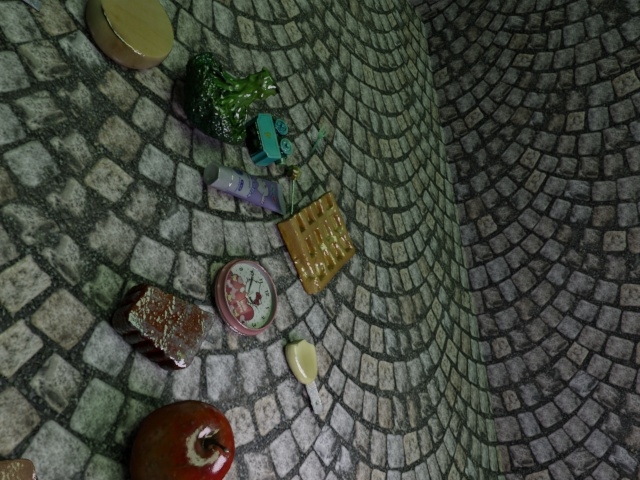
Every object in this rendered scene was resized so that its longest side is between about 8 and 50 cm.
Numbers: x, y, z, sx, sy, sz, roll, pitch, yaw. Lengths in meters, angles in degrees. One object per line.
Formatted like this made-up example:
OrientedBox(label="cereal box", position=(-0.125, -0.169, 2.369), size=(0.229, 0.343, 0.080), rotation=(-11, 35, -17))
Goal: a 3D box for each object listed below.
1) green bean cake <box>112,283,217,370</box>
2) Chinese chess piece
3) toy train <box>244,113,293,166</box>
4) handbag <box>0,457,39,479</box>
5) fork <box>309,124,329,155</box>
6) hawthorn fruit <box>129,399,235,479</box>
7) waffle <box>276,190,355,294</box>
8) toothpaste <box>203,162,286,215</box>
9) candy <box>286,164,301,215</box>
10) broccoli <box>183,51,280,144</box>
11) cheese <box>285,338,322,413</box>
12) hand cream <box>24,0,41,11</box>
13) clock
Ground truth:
OrientedBox(label="green bean cake", position=(-0.397, 0.203, 1.302), size=(0.233, 0.097, 0.198), rotation=(48, 43, -29))
OrientedBox(label="Chinese chess piece", position=(-0.548, -0.621, 1.475), size=(0.251, 0.097, 0.251), rotation=(25, 57, -45))
OrientedBox(label="toy train", position=(-0.189, -0.361, 1.832), size=(0.154, 0.107, 0.198), rotation=(-7, 81, -46))
OrientedBox(label="handbag", position=(-0.594, 0.503, 0.929), size=(0.151, 0.072, 0.193), rotation=(11, 65, -51))
OrientedBox(label="fork", position=(-0.015, -0.419, 2.157), size=(0.039, 0.021, 0.235), rotation=(50, 42, -21))
OrientedBox(label="hawthorn fruit", position=(-0.304, 0.488, 1.196), size=(0.235, 0.263, 0.231), rotation=(-103, 178, -57))
OrientedBox(label="waffle", position=(-0.001, 0.000, 1.930), size=(0.348, 0.077, 0.304), rotation=(-42, 113, -50))
OrientedBox(label="toothpaste", position=(-0.239, -0.177, 1.720), size=(0.371, 0.080, 0.125), rotation=(18, 57, -57))
OrientedBox(label="candy", position=(-0.105, -0.189, 1.918), size=(0.061, 0.061, 0.202), rotation=(20, 68, -48))
OrientedBox(label="broccoli", position=(-0.290, -0.460, 1.591), size=(0.297, 0.297, 0.297), rotation=(63, 6, -12))
OrientedBox(label="cheese", position=(-0.041, 0.451, 1.705), size=(0.127, 0.050, 0.255), rotation=(-19, 92, -56))
OrientedBox(label="hand cream", position=(-0.746, -0.614, 1.277), size=(0.093, 0.019, 0.030), rotation=(25, 57, -48))
OrientedBox(label="clock", position=(-0.228, 0.174, 1.575), size=(0.244, 0.056, 0.244), rotation=(28, 51, -42))
